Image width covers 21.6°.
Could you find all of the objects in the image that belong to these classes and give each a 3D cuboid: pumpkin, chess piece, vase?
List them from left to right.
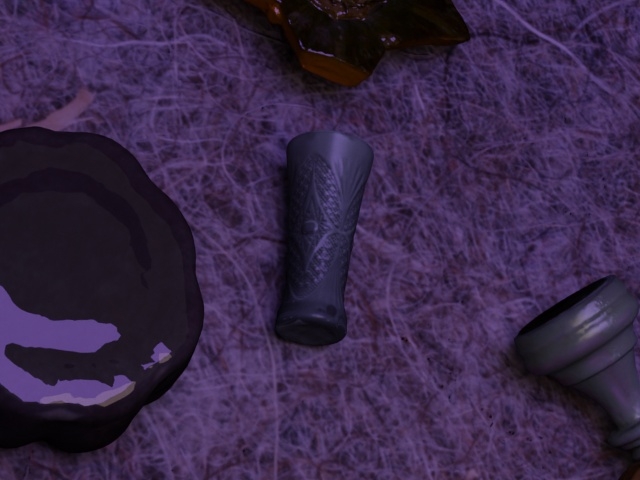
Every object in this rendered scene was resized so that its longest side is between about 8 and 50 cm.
[{"bbox_3d":[0.000,0.000,1.773,0.096,0.096,0.219,13,63,-14],"label":"vase"},{"bbox_3d":[0.003,-0.287,1.917,0.290,0.095,0.258,-27,72,-33],"label":"pumpkin"},{"bbox_3d":[0.333,0.182,1.797,0.139,0.139,0.272,-34,91,-31],"label":"chess piece"}]

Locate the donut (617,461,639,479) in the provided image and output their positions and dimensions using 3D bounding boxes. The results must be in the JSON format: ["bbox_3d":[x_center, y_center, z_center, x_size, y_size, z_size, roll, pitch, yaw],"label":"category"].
[{"bbox_3d":[0.441,0.316,1.684,0.317,0.150,0.299,34,88,-1],"label":"donut"}]

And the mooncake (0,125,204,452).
[{"bbox_3d":[-0.262,0.052,1.608,0.306,0.154,0.306,9,60,-16],"label":"mooncake"}]
